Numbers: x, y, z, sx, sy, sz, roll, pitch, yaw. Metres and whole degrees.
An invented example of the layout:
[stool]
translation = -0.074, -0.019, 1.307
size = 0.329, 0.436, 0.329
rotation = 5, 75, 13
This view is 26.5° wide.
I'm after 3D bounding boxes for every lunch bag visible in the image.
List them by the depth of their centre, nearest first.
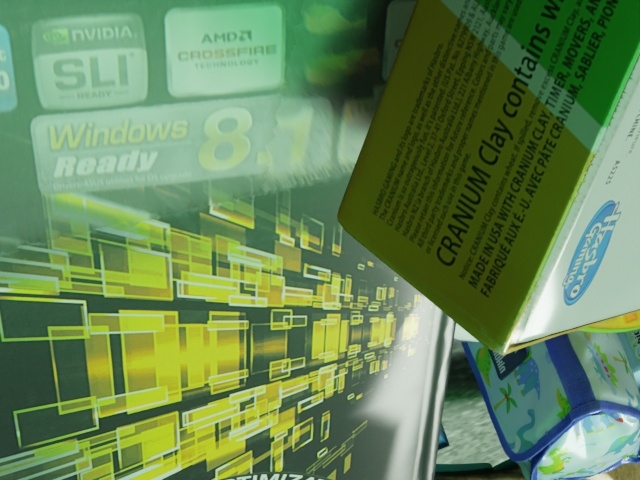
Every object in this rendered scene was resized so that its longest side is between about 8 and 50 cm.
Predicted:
[lunch bag]
translation = 0.139, 0.070, 0.820
size = 0.096, 0.128, 0.151
rotation = -19, 154, 0

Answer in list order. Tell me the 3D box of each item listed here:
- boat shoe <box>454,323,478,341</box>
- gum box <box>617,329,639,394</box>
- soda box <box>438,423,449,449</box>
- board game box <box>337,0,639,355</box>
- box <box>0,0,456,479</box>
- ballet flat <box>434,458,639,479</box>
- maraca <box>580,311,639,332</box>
[boat shoe]
translation = 0.000, 0.000, 0.658
size = 0.084, 0.095, 0.258
rotation = -32, 140, 32
[gum box]
translation = 0.287, 0.087, 1.041
size = 0.184, 0.041, 0.157
rotation = -30, 151, 20
[soda box]
translation = 0.016, 0.082, 0.826
size = 0.067, 0.071, 0.210
rotation = -23, 153, 8
[board game box]
translation = 0.168, -0.105, 0.402
size = 0.316, 0.064, 0.242
rotation = -8, 128, -46
[box]
translation = -0.154, 0.033, 0.452
size = 0.395, 0.097, 0.318
rotation = -5, 130, -10
[ballet flat]
translation = 0.136, 0.197, 0.923
size = 0.342, 0.124, 0.116
rotation = -5, 160, -42
[maraca]
translation = 0.177, -0.015, 0.701
size = 0.186, 0.099, 0.127
rotation = -8, 113, -14
